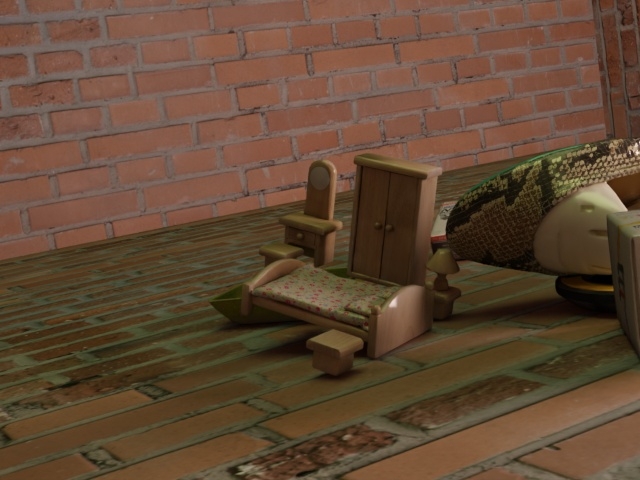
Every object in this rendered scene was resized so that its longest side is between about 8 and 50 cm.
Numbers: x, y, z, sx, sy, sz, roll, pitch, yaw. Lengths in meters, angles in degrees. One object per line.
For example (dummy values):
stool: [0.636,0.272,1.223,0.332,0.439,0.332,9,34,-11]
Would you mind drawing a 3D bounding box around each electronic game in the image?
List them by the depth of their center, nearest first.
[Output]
electronic game: [0.405,0.045,1.217,0.229,0.048,0.229,-9,7,1]

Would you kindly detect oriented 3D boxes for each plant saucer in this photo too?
plant saucer: [-0.039,0.082,1.447,0.188,0.045,0.188,-5,8,22]

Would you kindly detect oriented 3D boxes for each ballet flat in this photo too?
ballet flat: [0.402,-0.046,1.205,0.483,0.164,0.182,-15,37,-7]

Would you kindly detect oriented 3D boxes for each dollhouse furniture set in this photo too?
dollhouse furniture set: [0.000,0.000,1.246,0.303,0.174,0.355,14,18,31]

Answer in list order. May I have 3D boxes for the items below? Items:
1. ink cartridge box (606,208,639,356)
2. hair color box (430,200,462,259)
ink cartridge box: [0.372,0.036,1.011,0.128,0.127,0.176,-7,9,9]
hair color box: [0.250,-0.022,1.738,0.093,0.053,0.167,-8,22,17]
